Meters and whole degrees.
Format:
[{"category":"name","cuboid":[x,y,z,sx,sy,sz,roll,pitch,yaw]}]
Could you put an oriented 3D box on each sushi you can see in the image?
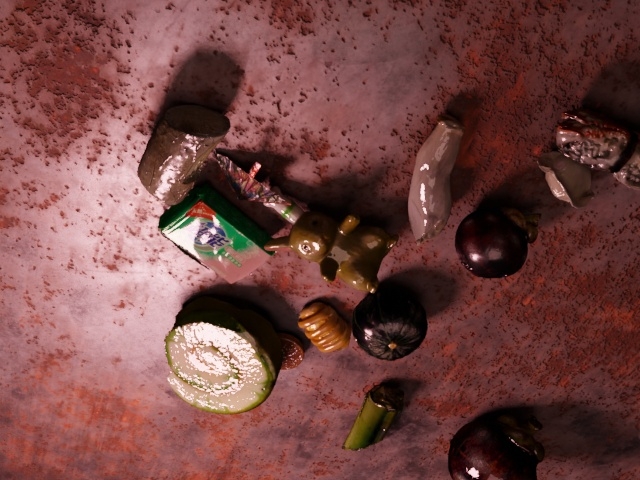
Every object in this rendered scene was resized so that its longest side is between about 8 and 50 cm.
[{"category":"sushi","cuboid":[0.673,-0.208,1.622,0.332,0.124,0.130,18,118,-12]}]

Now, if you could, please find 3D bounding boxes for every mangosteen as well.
[{"category":"mangosteen","cuboid":[0.582,0.734,2.340,0.330,0.330,0.330,1,131,1]},{"category":"mangosteen","cuboid":[0.451,-0.009,1.774,0.230,0.194,0.194,-42,121,3]}]

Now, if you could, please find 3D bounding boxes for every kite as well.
[{"category":"kite","cuboid":[-0.173,-0.141,1.731,0.232,0.009,0.189,36,148,-1]}]

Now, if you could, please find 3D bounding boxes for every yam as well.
[{"category":"yam","cuboid":[-0.330,-0.207,1.637,0.154,0.154,0.254,27,130,-21]}]

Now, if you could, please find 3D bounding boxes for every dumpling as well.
[{"category":"dumpling","cuboid":[0.599,-0.134,1.679,0.100,0.134,0.169,-23,131,23]}]

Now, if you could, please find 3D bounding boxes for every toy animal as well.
[{"category":"toy animal","cuboid":[0.013,0.005,1.780,0.363,0.180,0.181,22,88,-23]}]

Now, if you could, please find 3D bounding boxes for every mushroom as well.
[{"category":"mushroom","cuboid":[0.276,-0.144,1.707,0.109,0.097,0.351,2,128,-1]}]

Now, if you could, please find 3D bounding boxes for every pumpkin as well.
[{"category":"pumpkin","cuboid":[0.196,0.239,1.996,0.221,0.162,0.220,-2,134,-2]}]

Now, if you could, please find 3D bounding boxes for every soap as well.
[{"category":"soap","cuboid":[-0.262,-0.017,1.828,0.218,0.098,0.273,-36,124,20]}]

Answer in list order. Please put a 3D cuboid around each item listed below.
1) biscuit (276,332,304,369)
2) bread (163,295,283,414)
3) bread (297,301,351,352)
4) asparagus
[{"category":"biscuit","cuboid":[-0.164,0.347,2.170,0.236,0.039,0.180,-6,123,13]},{"category":"bread","cuboid":[-0.303,0.348,2.093,0.382,0.129,0.366,-32,111,26]},{"category":"bread","cuboid":[0.010,0.259,2.070,0.119,0.084,0.177,-29,120,23]},{"category":"asparagus","cuboid":[0.172,0.618,2.360,0.128,0.108,0.382,15,132,-4]}]
